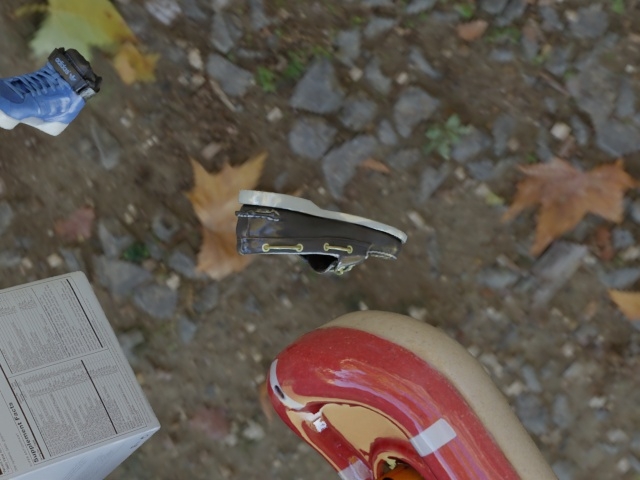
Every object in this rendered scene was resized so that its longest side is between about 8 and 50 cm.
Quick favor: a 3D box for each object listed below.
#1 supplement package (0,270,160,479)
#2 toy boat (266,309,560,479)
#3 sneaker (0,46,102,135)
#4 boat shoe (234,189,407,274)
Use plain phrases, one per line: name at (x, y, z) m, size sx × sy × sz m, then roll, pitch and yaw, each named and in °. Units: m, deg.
supplement package at (-0.275, 0.148, 1.169) m, size 0.203 × 0.149 × 0.194 m, roll -15°, pitch 159°, yaw -43°
toy boat at (0.042, 0.158, 0.869) m, size 0.151 × 0.151 × 0.231 m, roll -32°, pitch 85°, yaw -28°
sneaker at (-0.254, -0.143, 1.367) m, size 0.084 × 0.058 × 0.152 m, roll -43°, pitch 162°, yaw 13°
boat shoe at (0.000, 0.000, 1.574) m, size 0.227 × 0.081 × 0.069 m, roll 14°, pitch 84°, yaw -42°
